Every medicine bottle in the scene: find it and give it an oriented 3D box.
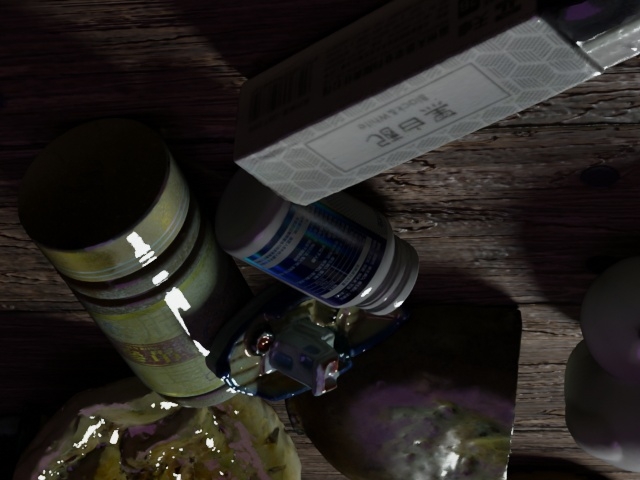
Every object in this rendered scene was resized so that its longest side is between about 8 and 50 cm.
[{"bbox_3d":[-0.164,0.034,1.459,0.151,0.151,0.322,-5,146,16],"label":"medicine bottle"},{"bbox_3d":[0.000,0.000,1.422,0.191,0.107,0.107,28,141,-31],"label":"medicine bottle"}]

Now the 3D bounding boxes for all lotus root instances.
[{"bbox_3d":[0.086,0.190,1.668,0.260,0.149,0.267,4,144,2],"label":"lotus root"}]

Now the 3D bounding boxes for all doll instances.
[{"bbox_3d":[0.333,0.115,1.503,0.221,0.221,0.251,17,173,-17],"label":"doll"}]

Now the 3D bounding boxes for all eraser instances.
[{"bbox_3d":[0.105,-0.149,1.189,0.404,0.098,0.096,-22,139,37],"label":"eraser"}]

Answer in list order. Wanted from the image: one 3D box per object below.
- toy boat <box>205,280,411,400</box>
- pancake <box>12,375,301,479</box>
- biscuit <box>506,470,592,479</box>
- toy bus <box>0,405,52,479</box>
[{"bbox_3d":[0.000,0.101,1.498,0.115,0.262,0.114,20,116,30],"label":"toy boat"},{"bbox_3d":[-0.200,0.320,1.816,0.387,0.082,0.386,-10,123,-16],"label":"pancake"},{"bbox_3d":[0.289,0.397,2.010,0.296,0.075,0.296,5,142,4],"label":"biscuit"},{"bbox_3d":[-0.390,0.368,2.000,0.194,0.161,0.323,18,143,-22],"label":"toy bus"}]
